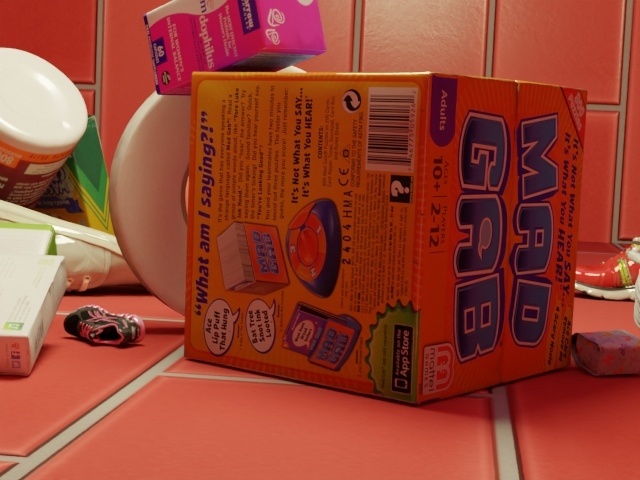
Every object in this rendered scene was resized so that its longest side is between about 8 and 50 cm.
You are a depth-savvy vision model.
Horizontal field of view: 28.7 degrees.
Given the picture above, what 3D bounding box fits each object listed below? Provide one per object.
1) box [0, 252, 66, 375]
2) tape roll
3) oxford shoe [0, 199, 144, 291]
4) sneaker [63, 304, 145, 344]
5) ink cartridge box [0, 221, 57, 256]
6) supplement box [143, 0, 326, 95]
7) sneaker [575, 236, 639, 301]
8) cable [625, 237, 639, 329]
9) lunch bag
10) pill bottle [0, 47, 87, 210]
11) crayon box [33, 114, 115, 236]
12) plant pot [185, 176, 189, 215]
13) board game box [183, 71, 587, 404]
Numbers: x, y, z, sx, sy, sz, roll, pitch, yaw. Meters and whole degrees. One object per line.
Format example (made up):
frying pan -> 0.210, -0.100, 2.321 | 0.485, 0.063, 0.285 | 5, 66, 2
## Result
box -> -0.482, 0.079, 1.489 | 0.321, 0.059, 0.232 | 4, 22, -1
tape roll -> -0.103, -0.063, 1.775 | 0.391, 0.392, 0.072 | 1, 5, -21
oxford shoe -> -0.440, 0.033, 2.090 | 0.449, 0.130, 0.169 | 16, -13, -23
sneaker -> -0.291, 0.115, 1.631 | 0.119, 0.047, 0.057 | 3, 16, 24
ink cartridge box -> -0.463, 0.086, 1.648 | 0.188, 0.097, 0.255 | 3, 38, -1
supplement box -> -0.111, -0.264, 1.589 | 0.220, 0.111, 0.114 | -15, -6, 43
sneaker -> 0.580, 0.052, 2.348 | 0.278, 0.118, 0.107 | 4, 4, 17
cable -> 0.544, 0.091, 1.655 | 0.257, 0.089, 0.257 | 3, 29, -6
lunch bag -> 0.362, 0.141, 1.586 | 0.071, 0.053, 0.083 | -1, 15, -19
pill bottle -> -0.589, -0.127, 2.187 | 0.224, 0.224, 0.392 | -2, -36, -45
crayon box -> -0.488, -0.073, 2.352 | 0.203, 0.323, 0.083 | 5, 27, 31
plant pot -> -0.178, -0.030, 2.223 | 0.274, 0.275, 0.243 | -1, 16, -35
board game box -> 0.082, -0.023, 1.553 | 0.356, 0.357, 0.356 | 7, 7, 38
